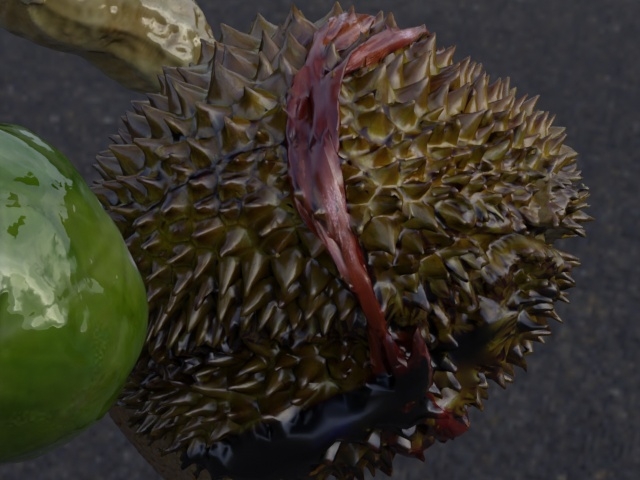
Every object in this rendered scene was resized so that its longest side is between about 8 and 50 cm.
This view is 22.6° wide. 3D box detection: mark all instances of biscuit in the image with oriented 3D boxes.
[{"bbox_3d":[-0.098,0.219,1.492,0.305,0.305,0.038,31,68,37],"label":"biscuit"}]

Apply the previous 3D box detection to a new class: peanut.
[{"bbox_3d":[-0.238,-0.252,1.747,0.325,0.140,0.153,28,6,-31],"label":"peanut"}]

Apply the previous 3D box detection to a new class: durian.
[{"bbox_3d":[0.002,0.005,1.147,0.384,0.347,0.347,-19,32,-2],"label":"durian"}]

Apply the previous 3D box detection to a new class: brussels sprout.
[{"bbox_3d":[-0.219,0.038,0.928,0.244,0.244,0.244,4,29,-3],"label":"brussels sprout"}]
